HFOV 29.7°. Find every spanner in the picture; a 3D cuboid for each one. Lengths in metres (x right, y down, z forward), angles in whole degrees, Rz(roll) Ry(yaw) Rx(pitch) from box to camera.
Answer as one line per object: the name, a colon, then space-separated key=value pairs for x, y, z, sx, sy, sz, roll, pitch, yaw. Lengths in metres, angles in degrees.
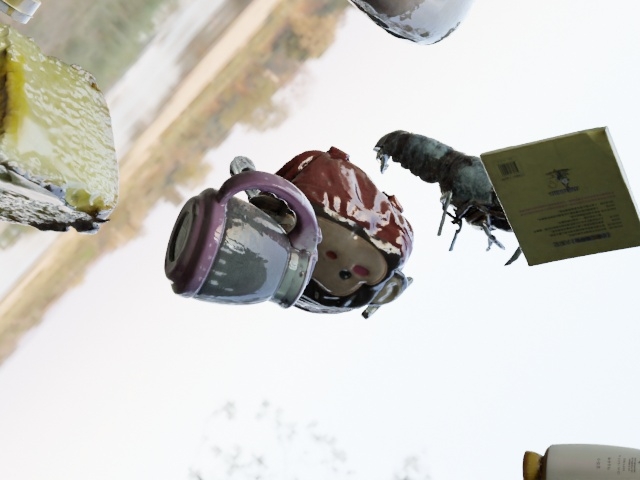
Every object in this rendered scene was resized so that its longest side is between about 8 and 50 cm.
spanner: x=0.103 y=0.084 z=1.815 sx=0.054 sy=0.015 sz=0.254 roll=-49 pitch=172 yaw=13

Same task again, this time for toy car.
toy car: x=-0.112 y=-0.096 z=1.939 sx=0.041 sy=0.093 sz=0.025 roll=-34 pitch=178 yaw=-23

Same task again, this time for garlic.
garlic: x=0.063 y=-0.211 z=0.952 sx=0.128 sy=0.148 sz=0.266 roll=-27 pitch=155 yaw=13

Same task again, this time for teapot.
teapot: x=-0.074 y=0.002 z=1.242 sx=0.148 sy=0.146 sz=0.116 roll=-71 pitch=-160 yaw=1

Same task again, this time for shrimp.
shrimp: x=0.260 y=-0.086 z=2.112 sx=0.221 sy=0.410 sz=0.166 roll=-44 pitch=159 yaw=-24

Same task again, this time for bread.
bread: x=-0.247 y=-0.054 z=0.945 sx=0.169 sy=0.140 sz=0.160 roll=-44 pitch=-133 yaw=11

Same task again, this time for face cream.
face cream: x=0.338 y=0.282 z=1.471 sx=0.182 sy=0.051 sz=0.072 roll=-2 pitch=-127 yaw=21

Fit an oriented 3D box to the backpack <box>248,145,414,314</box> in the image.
backpack: x=-0.001 y=0.002 z=1.511 sx=0.229 sy=0.229 sz=0.139 roll=-40 pitch=-159 yaw=42

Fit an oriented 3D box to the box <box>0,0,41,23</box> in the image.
box: x=-0.422 y=-0.334 z=1.603 sx=0.037 sy=0.105 sz=0.105 roll=-51 pitch=-173 yaw=7

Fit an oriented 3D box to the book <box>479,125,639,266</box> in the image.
book: x=0.315 y=-0.053 z=1.553 sx=0.168 sy=0.192 sz=0.013 roll=-12 pitch=-146 yaw=26
